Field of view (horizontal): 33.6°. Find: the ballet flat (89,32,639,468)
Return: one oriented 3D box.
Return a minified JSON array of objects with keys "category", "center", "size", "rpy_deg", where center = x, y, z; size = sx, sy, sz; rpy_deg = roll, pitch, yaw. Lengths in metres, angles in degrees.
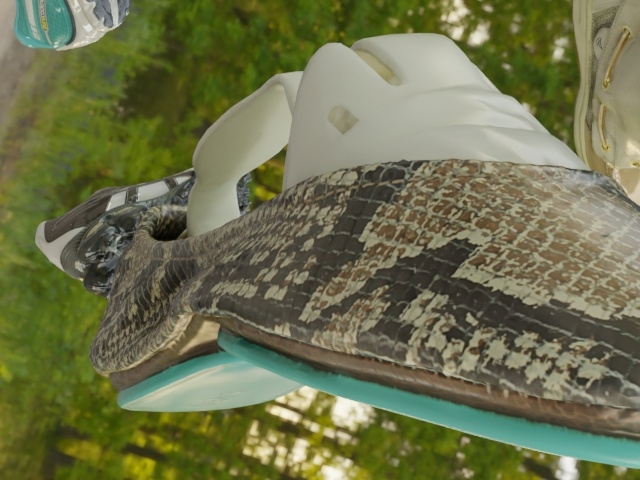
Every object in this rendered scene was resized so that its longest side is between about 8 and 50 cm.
[{"category":"ballet flat","center":[0.000,0.000,0.511],"size":[0.482,0.164,0.182],"rpy_deg":[-12,-105,61]}]

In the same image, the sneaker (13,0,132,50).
[{"category":"sneaker","center":[-0.255,-0.285,0.857],"size":[0.107,0.110,0.275],"rpy_deg":[-51,125,-63]}]

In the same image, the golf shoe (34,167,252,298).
[{"category":"golf shoe","center":[-0.137,-0.024,0.845],"size":[0.198,0.093,0.077],"rpy_deg":[-24,125,-49]}]

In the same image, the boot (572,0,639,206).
[{"category":"boot","center":[0.222,-0.058,0.636],"size":[0.165,0.077,0.213],"rpy_deg":[-118,-174,-50]}]
